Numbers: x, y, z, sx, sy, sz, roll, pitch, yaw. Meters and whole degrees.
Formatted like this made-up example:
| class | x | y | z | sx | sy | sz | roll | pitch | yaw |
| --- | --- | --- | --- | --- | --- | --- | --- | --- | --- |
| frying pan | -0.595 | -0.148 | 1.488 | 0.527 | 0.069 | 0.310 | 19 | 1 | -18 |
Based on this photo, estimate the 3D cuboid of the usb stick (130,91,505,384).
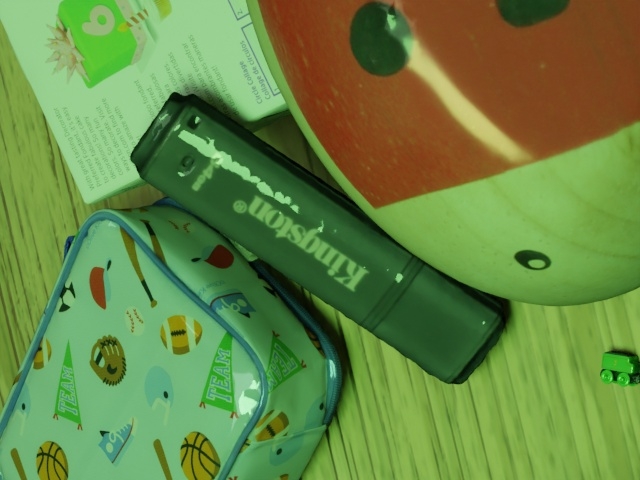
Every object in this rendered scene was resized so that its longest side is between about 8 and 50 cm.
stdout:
| class | x | y | z | sx | sy | sz | roll | pitch | yaw |
| --- | --- | --- | --- | --- | --- | --- | --- | --- | --- |
| usb stick | 0.000 | 0.000 | 1.343 | 0.278 | 0.045 | 0.077 | 34 | 124 | -5 |

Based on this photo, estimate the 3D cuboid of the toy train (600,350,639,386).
| class | x | y | z | sx | sy | sz | roll | pitch | yaw |
| --- | --- | --- | --- | --- | --- | --- | --- | --- | --- |
| toy train | 0.218 | 0.086 | 1.284 | 0.083 | 0.017 | 0.023 | 6 | 92 | 37 |

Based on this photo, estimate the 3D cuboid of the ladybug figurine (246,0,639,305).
| class | x | y | z | sx | sy | sz | roll | pitch | yaw |
| --- | --- | --- | --- | --- | --- | --- | --- | --- | --- |
| ladybug figurine | 0.102 | -0.176 | 1.163 | 0.305 | 0.162 | 0.449 | -23 | 90 | 2 |

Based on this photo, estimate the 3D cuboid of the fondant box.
| class | x | y | z | sx | sy | sz | roll | pitch | yaw |
| --- | --- | --- | --- | --- | --- | --- | --- | --- | --- |
| fondant box | -0.070 | -0.198 | 1.367 | 0.330 | 0.096 | 0.238 | -25 | 90 | 30 |

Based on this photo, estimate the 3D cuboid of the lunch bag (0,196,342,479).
| class | x | y | z | sx | sy | sz | roll | pitch | yaw |
| --- | --- | --- | --- | --- | --- | --- | --- | --- | --- |
| lunch bag | -0.124 | 0.120 | 1.500 | 0.243 | 0.115 | 0.303 | 44 | 123 | 27 |
